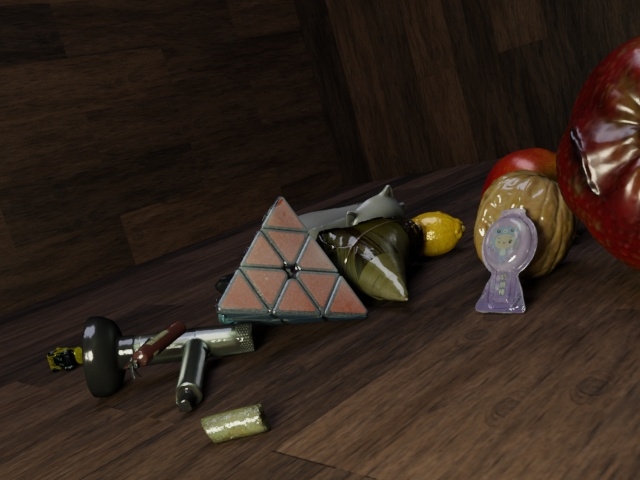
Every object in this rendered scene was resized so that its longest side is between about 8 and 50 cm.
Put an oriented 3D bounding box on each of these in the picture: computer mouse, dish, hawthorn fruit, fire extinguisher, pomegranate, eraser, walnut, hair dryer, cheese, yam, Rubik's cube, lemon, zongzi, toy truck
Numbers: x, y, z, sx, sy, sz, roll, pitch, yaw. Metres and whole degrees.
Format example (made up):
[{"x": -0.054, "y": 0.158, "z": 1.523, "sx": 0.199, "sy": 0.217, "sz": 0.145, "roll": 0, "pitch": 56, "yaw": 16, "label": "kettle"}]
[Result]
[{"x": -0.165, "y": 0.123, "z": 1.698, "sx": 0.217, "sy": 0.073, "sz": 0.122, "roll": -5, "pitch": 15, "yaw": 21, "label": "computer mouse"}, {"x": 0.153, "y": -0.016, "z": 1.684, "sx": 0.086, "sy": 0.228, "sz": 0.236, "roll": 34, "pitch": 81, "yaw": 39, "label": "dish"}, {"x": 0.589, "y": -0.120, "z": 1.049, "sx": 0.402, "sy": 0.403, "sz": 0.403, "roll": -15, "pitch": 9, "yaw": 3, "label": "hawthorn fruit"}, {"x": -0.292, "y": 0.183, "z": 1.140, "sx": 0.049, "sy": 0.035, "sz": 0.173, "roll": 14, "pitch": 19, "yaw": 13, "label": "fire extinguisher"}, {"x": 0.487, "y": -0.089, "z": 1.484, "sx": 0.220, "sy": 0.221, "sz": 0.256, "roll": -19, "pitch": 36, "yaw": -21, "label": "pomegranate"}, {"x": 0.000, "y": 0.000, "z": 1.937, "sx": 0.331, "sy": 0.150, "sz": 0.331, "roll": -15, "pitch": 12, "yaw": 3, "label": "eraser"}, {"x": 0.388, "y": -0.025, "z": 1.265, "sx": 0.213, "sy": 0.213, "sz": 0.213, "roll": -15, "pitch": 9, "yaw": 3, "label": "walnut"}, {"x": -0.295, "y": 0.208, "z": 1.199, "sx": 0.320, "sy": 0.156, "sz": 0.284, "roll": -7, "pitch": 0, "yaw": 5, "label": "hair dryer"}, {"x": 0.324, "y": 0.033, "z": 1.145, "sx": 0.105, "sy": 0.191, "sz": 0.042, "roll": -6, "pitch": -22, "yaw": 44, "label": "cheese"}, {"x": -0.120, "y": 0.257, "z": 0.922, "sx": 0.094, "sy": 0.043, "sz": 0.043, "roll": -17, "pitch": 9, "yaw": 4, "label": "yam"}, {"x": -0.083, "y": 0.091, "z": 1.332, "sx": 0.228, "sy": 0.233, "sz": 0.228, "roll": -36, "pitch": 31, "yaw": -3, "label": "Rubik's cube"}, {"x": 0.285, "y": -0.017, "z": 1.653, "sx": 0.155, "sy": 0.114, "sz": 0.114, "roll": -8, "pitch": 11, "yaw": 16, "label": "lemon"}, {"x": 0.177, "y": 0.050, "z": 1.456, "sx": 0.289, "sy": 0.154, "sz": 0.317, "roll": -17, "pitch": 28, "yaw": -33, "label": "zongzi"}, {"x": -0.611, "y": 0.282, "z": 1.581, "sx": 0.083, "sy": 0.049, "sz": 0.054, "roll": -9, "pitch": 10, "yaw": 30, "label": "toy truck"}]

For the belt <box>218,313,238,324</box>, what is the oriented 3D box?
[{"x": -0.156, "y": 0.136, "z": 1.536, "sx": 0.179, "sy": 0.100, "sz": 0.065, "roll": -23, "pitch": 7, "yaw": -24, "label": "belt"}]

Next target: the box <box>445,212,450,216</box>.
[{"x": 0.322, "y": -0.039, "z": 1.935, "sx": 0.125, "sy": 0.043, "sz": 0.089, "roll": -15, "pitch": 9, "yaw": 3, "label": "box"}]
